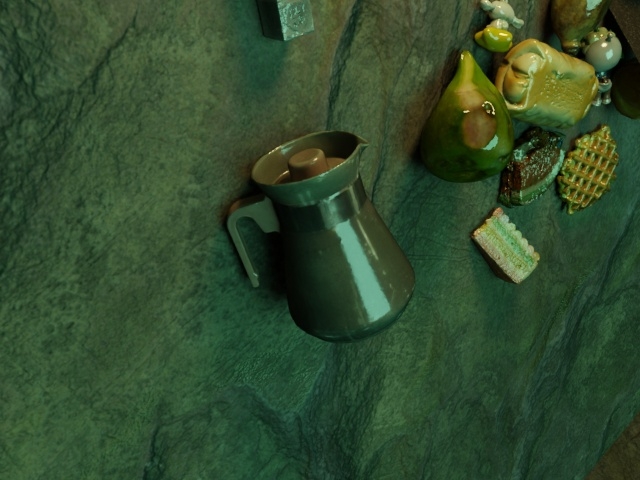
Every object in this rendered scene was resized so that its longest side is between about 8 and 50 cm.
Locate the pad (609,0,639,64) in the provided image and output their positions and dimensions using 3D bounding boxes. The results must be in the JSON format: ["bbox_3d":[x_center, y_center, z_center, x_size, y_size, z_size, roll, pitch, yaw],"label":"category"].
[{"bbox_3d":[0.859,-0.492,1.606,0.220,0.004,0.330,-18,80,-31],"label":"pad"}]

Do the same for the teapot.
[{"bbox_3d":[0.000,0.000,1.162,0.300,0.253,0.343,-17,118,5],"label":"teapot"}]

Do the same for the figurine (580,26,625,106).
[{"bbox_3d":[0.705,-0.441,1.597,0.147,0.093,0.197,-16,131,-7],"label":"figurine"}]

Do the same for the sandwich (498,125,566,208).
[{"bbox_3d":[0.544,-0.195,1.588,0.235,0.079,0.159,-38,129,-19],"label":"sandwich"}]

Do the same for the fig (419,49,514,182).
[{"bbox_3d":[0.309,-0.265,1.315,0.206,0.206,0.274,16,71,-42],"label":"fig"}]

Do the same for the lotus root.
[{"bbox_3d":[0.586,-0.534,1.431,0.138,0.138,0.214,1,111,-39],"label":"lotus root"}]

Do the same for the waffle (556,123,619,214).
[{"bbox_3d":[0.753,-0.196,1.780,0.238,0.059,0.243,-35,126,-17],"label":"waffle"}]

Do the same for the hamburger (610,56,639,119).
[{"bbox_3d":[0.877,-0.418,1.687,0.113,0.177,0.185,-17,107,-23],"label":"hamburger"}]

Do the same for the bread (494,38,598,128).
[{"bbox_3d":[0.521,-0.354,1.465,0.311,0.121,0.172,5,112,-40],"label":"bread"}]

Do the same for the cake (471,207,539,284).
[{"bbox_3d":[0.487,0.022,1.643,0.109,0.090,0.225,-48,131,-5],"label":"cake"}]

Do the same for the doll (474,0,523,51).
[{"bbox_3d":[0.379,-0.466,1.341,0.135,0.072,0.113,39,76,-38],"label":"doll"}]

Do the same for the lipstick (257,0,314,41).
[{"bbox_3d":[-0.076,-0.475,0.965,0.066,0.068,0.317,-27,126,-25],"label":"lipstick"}]
